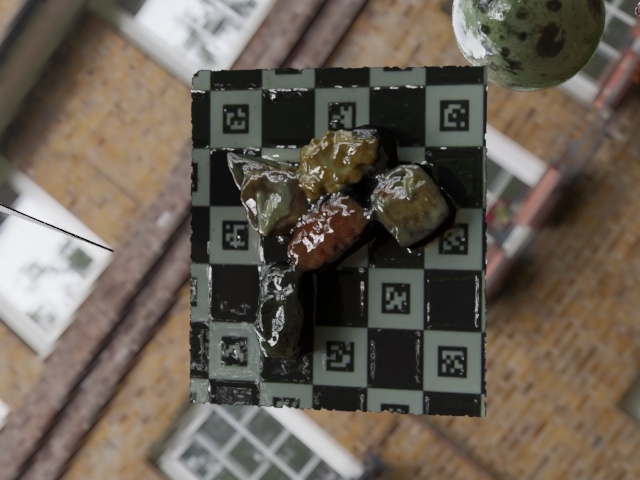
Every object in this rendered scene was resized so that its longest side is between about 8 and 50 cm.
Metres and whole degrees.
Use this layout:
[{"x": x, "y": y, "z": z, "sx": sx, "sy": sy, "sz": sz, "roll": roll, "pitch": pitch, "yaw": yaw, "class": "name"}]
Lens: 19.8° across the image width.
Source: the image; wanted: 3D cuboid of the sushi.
[{"x": 0.000, "y": 0.000, "z": 1.870, "sx": 0.064, "sy": 0.343, "sz": 0.359, "roll": -3, "pitch": -86, "yaw": -64, "class": "sushi"}]

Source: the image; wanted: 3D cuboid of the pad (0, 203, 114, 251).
[{"x": -0.359, "y": -0.052, "z": 1.807, "sx": 0.300, "sy": 0.202, "sz": 0.005, "roll": 27, "pitch": -97, "yaw": -58, "class": "pad"}]

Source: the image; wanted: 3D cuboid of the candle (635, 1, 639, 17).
[{"x": 0.352, "y": -0.197, "z": 1.669, "sx": 0.026, "sy": 0.167, "sz": 0.021, "roll": -20, "pitch": -63, "yaw": -33, "class": "candle"}]

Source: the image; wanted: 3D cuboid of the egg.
[{"x": 0.237, "y": -0.258, "z": 2.107, "sx": 0.177, "sy": 0.177, "sz": 0.228, "roll": -58, "pitch": -6, "yaw": 10, "class": "egg"}]
